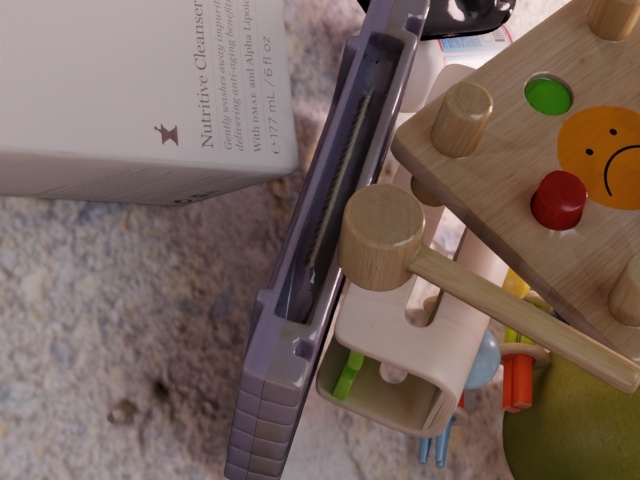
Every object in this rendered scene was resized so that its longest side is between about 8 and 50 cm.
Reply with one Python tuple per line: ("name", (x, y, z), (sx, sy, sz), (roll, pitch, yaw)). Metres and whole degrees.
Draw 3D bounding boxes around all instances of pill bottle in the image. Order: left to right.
("pill bottle", (0.097, -0.158, 1.731), (0.160, 0.087, 0.087), (-7, 84, -42))

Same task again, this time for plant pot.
("plant pot", (0.303, 0.151, 1.657), (0.275, 0.293, 0.274), (12, 70, -33))

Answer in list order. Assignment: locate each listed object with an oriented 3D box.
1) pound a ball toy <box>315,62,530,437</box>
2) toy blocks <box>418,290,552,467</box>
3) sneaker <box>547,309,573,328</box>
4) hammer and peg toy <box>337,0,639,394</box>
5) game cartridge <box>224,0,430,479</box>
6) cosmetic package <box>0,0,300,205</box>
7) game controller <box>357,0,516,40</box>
("pound a ball toy", (0.110, 0.010, 1.610), (0.136, 0.208, 0.319), (22, 63, 3))
("toy blocks", (0.138, 0.121, 1.673), (0.054, 0.123, 0.148), (38, 54, -52))
("sneaker", (0.299, 0.058, 1.861), (0.282, 0.153, 0.099), (27, 55, -69))
("hammer and peg toy", (0.189, -0.022, 1.437), (0.266, 0.127, 0.361), (44, 60, 15))
("game cartridge", (0.000, 0.000, 1.524), (0.068, 0.230, 0.355), (20, 62, -2))
("cosmetic package", (-0.214, -0.146, 1.406), (0.385, 0.156, 0.217), (1, 80, -42))
("game controller", (0.056, -0.318, 1.712), (0.166, 0.067, 0.319), (-13, 70, -29))
